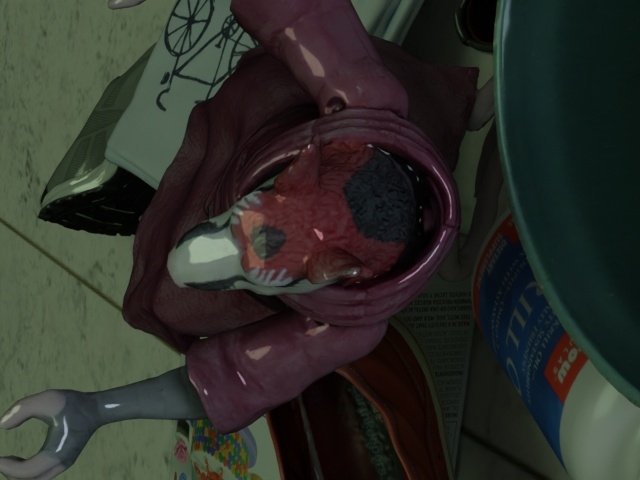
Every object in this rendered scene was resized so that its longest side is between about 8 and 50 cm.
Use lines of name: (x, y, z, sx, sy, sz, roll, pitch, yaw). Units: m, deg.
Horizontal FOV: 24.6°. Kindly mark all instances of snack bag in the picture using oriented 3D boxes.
snack bag: (-0.038, -0.168, 1.042, 0.323, 0.037, 0.343, 34, 100, 54)

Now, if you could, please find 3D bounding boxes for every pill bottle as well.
pill bottle: (0.158, 0.062, 0.685, 0.221, 0.124, 0.124, -117, 37, -62)

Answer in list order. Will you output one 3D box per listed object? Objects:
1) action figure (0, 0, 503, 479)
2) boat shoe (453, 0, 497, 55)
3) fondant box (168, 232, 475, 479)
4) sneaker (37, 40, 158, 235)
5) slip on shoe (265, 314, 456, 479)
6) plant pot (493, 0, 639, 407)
action figure: (0.000, 0.000, 0.704, 0.370, 0.275, 0.248, -150, 71, -80)
boat shoe: (0.161, -0.160, 0.776, 0.233, 0.079, 0.084, -34, 60, 52)
fondant box: (-0.010, 0.134, 1.038, 0.238, 0.096, 0.330, 23, 108, 56)
sneaker: (-0.171, -0.084, 1.315, 0.271, 0.100, 0.108, -38, 48, 46)
slip on shoe: (0.044, 0.202, 0.846, 0.123, 0.101, 0.331, -18, 87, 30)
plant pot: (0.231, -0.072, 0.546, 0.293, 0.196, 0.293, 2, 93, 58)
